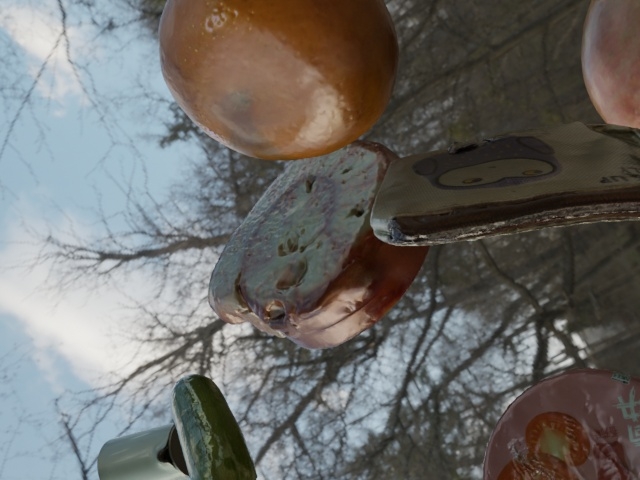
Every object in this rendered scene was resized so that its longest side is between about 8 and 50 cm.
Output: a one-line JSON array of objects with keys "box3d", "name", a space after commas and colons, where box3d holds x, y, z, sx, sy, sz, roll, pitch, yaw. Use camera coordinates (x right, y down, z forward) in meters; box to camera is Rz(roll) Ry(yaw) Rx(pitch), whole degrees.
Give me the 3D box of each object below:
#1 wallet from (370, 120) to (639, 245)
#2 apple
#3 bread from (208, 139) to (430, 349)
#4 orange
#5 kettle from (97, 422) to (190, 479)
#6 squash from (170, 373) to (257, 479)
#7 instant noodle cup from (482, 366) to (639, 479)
[{"box3d": [0.206, -0.057, 0.667, 0.275, 0.336, 0.068, -90, -7, -77], "name": "wallet"}, {"box3d": [0.643, -0.342, 1.256, 0.346, 0.392, 0.391, 68, 179, -70], "name": "apple"}, {"box3d": [0.003, -0.003, 1.028, 0.114, 0.328, 0.295, 39, -112, -28], "name": "bread"}, {"box3d": [-0.040, -0.191, 0.762, 0.240, 0.240, 0.171, 47, -142, -21], "name": "orange"}, {"box3d": [-0.251, 0.344, 1.186, 0.127, 0.148, 0.098, 45, -148, -41], "name": "kettle"}, {"box3d": [-0.121, 0.217, 0.838, 0.069, 0.069, 0.239, 44, 180, -27], "name": "squash"}, {"box3d": [0.339, 0.284, 0.872, 0.231, 0.243, 0.242, 29, -144, -53], "name": "instant noodle cup"}]
